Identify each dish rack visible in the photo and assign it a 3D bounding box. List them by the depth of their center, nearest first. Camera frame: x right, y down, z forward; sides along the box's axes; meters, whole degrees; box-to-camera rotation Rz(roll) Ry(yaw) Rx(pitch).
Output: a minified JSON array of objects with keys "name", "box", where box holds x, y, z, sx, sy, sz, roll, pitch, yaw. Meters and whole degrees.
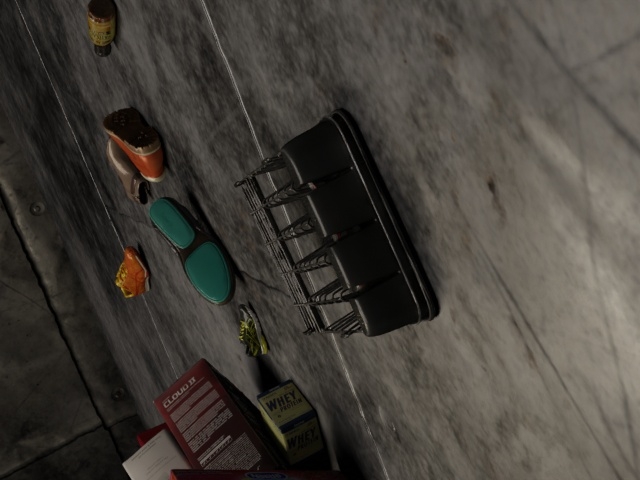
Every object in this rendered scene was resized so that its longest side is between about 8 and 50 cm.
[{"name":"dish rack","box":[0.000,0.000,1.104,0.208,0.074,0.271,66,164,-1]}]

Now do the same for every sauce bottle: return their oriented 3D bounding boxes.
[{"name":"sauce bottle","box":[-0.322,-0.312,1.660,0.042,0.042,0.128,60,164,14]}]

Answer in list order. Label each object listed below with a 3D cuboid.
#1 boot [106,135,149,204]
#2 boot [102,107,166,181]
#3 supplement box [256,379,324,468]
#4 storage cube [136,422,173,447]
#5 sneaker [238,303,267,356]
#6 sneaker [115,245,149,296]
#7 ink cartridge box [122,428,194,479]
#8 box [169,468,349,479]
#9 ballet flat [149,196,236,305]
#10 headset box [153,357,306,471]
[{"name":"boot","box":[-0.332,-0.120,1.964,0.087,0.042,0.118,40,152,40]},{"name":"boot","box":[-0.292,-0.150,1.772,0.158,0.059,0.085,45,159,45]},{"name":"supplement box","box":[-0.043,0.261,1.604,0.083,0.056,0.083,46,155,47]},{"name":"storage cube","box":[-0.219,0.436,2.149,0.193,0.183,0.215,21,135,68]},{"name":"sneaker","box":[-0.106,0.134,1.647,0.083,0.035,0.031,68,162,-9]},{"name":"sneaker","box":[-0.399,0.073,2.370,0.064,0.067,0.175,58,160,27]},{"name":"ink cartridge box","box":[-0.182,0.409,1.698,0.218,0.092,0.158,49,179,36]},{"name":"box","box":[-0.073,0.384,1.488,0.122,0.257,0.128,-153,70,-63]},{"name":"ballet flat","box":[-0.180,0.017,1.670,0.203,0.074,0.074,51,159,21]},{"name":"headset box","box":[-0.118,0.330,1.722,0.293,0.110,0.218,47,177,45]}]
